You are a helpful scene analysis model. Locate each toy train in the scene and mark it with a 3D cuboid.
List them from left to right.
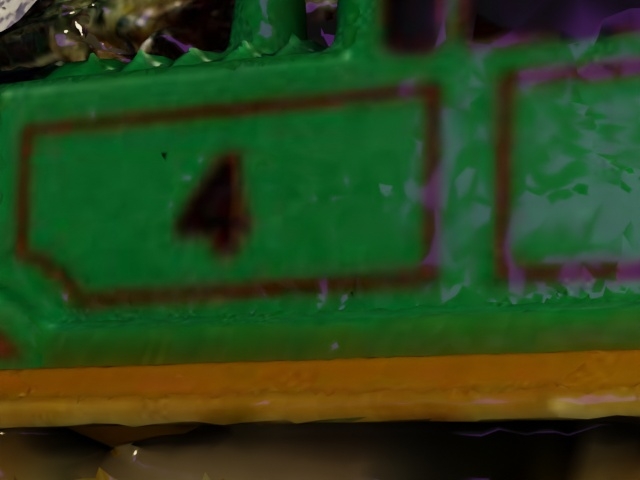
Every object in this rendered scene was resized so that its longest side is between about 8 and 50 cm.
[{"bbox_3d":[0.003,0.033,0.533,0.429,0.178,0.249,-3,79,25],"label":"toy train"}]

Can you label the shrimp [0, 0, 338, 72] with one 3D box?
[{"bbox_3d":[0.000,0.000,0.668,0.365,0.071,0.233,7,73,24],"label":"shrimp"}]
